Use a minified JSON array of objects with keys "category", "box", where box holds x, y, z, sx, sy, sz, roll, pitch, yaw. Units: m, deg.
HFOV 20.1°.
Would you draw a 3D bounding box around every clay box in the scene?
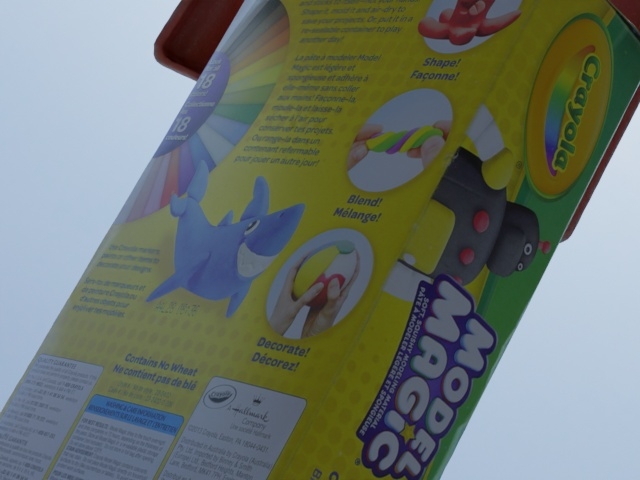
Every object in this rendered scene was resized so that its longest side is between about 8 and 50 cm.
[{"category":"clay box","box":[0.000,0.000,0.492,0.127,0.222,0.053,7,151,50]}]

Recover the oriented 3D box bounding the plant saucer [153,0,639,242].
[{"category":"plant saucer","box":[0.076,-0.144,1.047,0.258,0.259,0.048,25,158,12]}]
